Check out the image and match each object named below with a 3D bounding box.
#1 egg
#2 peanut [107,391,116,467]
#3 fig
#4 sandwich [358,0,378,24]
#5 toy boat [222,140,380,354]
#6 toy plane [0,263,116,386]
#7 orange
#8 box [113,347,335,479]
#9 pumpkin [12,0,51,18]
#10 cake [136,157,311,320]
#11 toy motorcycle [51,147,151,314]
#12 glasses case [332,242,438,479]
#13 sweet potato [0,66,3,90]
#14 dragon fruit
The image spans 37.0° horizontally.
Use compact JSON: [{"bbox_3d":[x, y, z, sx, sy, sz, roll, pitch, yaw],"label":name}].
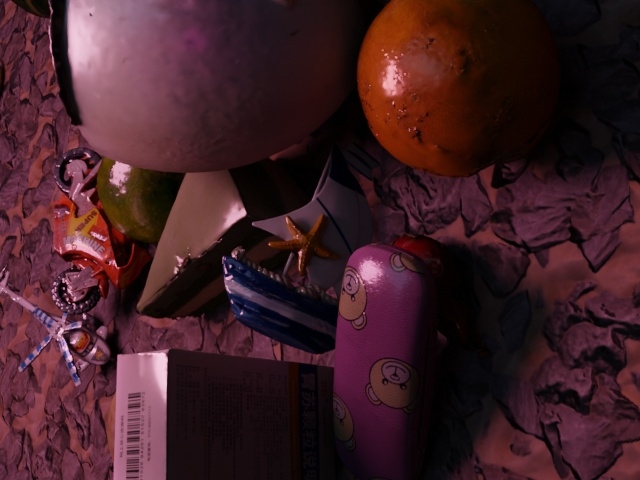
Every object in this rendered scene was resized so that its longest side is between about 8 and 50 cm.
[{"bbox_3d":[-0.109,-0.259,1.199,0.339,0.354,0.355,4,81,11],"label":"egg"},{"bbox_3d":[-0.206,0.336,1.368,0.174,0.158,0.340,-14,73,7],"label":"peanut"},{"bbox_3d":[-0.260,-0.098,1.509,0.235,0.203,0.203,26,98,60],"label":"fig"},{"bbox_3d":[-0.089,-0.324,1.452,0.301,0.099,0.271,45,107,36],"label":"sandwich"},{"bbox_3d":[0.000,0.000,1.273,0.291,0.220,0.067,-68,10,-21],"label":"toy boat"},{"bbox_3d":[-0.461,0.150,1.641,0.273,0.107,0.182,5,68,30],"label":"toy plane"},{"bbox_3d":[0.157,-0.189,1.113,0.240,0.240,0.240,-11,73,39],"label":"orange"},{"bbox_3d":[-0.112,0.249,1.201,0.106,0.299,0.200,-12,72,38],"label":"box"},{"bbox_3d":[-0.479,-0.554,1.782,0.300,0.207,0.300,-6,75,25],"label":"pumpkin"},{"bbox_3d":[-0.159,-0.016,1.410,0.283,0.158,0.172,-39,56,32],"label":"cake"},{"bbox_3d":[-0.369,-0.020,1.603,0.171,0.089,0.298,-5,70,3],"label":"toy motorcycle"},{"bbox_3d":[0.076,0.157,1.154,0.123,0.075,0.316,19,116,37],"label":"glasses case"},{"bbox_3d":[-0.692,-0.303,2.016,0.041,0.038,0.153,-24,65,60],"label":"sweet potato"},{"bbox_3d":[0.145,0.061,1.171,0.190,0.094,0.094,49,112,27],"label":"dragon fruit"}]
